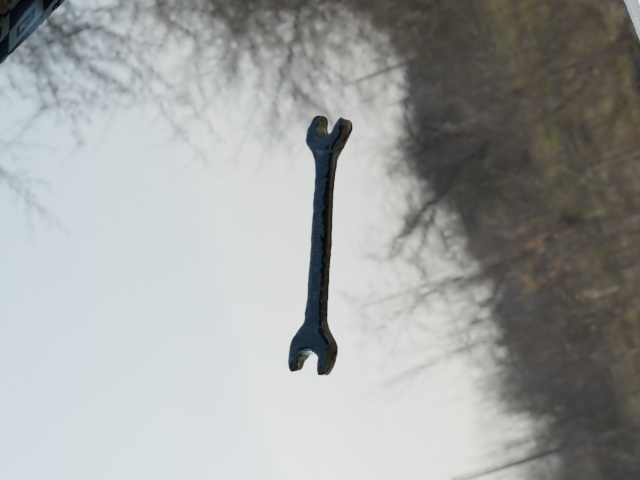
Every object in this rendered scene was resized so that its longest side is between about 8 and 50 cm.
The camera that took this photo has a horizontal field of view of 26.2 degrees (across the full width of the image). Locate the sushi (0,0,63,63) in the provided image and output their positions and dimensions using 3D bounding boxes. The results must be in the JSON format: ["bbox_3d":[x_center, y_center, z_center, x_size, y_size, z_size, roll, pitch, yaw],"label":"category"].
[{"bbox_3d":[-0.228,-0.232,1.091,0.043,0.279,0.192,36,-146,-28],"label":"sushi"}]

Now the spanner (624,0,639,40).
[{"bbox_3d":[0.237,-0.158,0.996,0.071,0.017,0.302,54,-175,36],"label":"spanner"}]

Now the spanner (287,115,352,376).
[{"bbox_3d":[0.000,0.000,1.232,0.015,0.054,0.255,24,-118,-43],"label":"spanner"}]
